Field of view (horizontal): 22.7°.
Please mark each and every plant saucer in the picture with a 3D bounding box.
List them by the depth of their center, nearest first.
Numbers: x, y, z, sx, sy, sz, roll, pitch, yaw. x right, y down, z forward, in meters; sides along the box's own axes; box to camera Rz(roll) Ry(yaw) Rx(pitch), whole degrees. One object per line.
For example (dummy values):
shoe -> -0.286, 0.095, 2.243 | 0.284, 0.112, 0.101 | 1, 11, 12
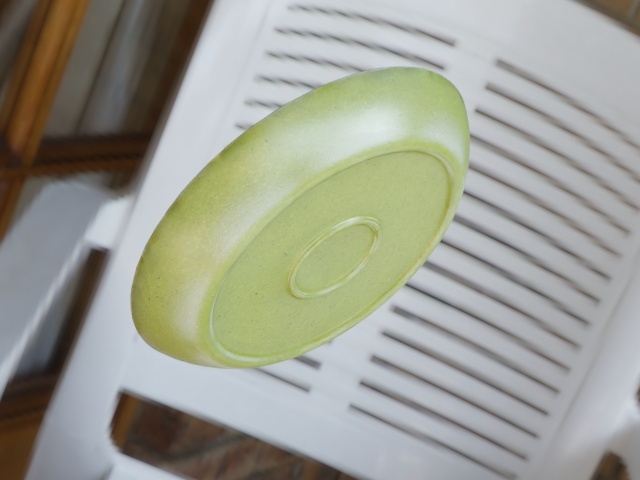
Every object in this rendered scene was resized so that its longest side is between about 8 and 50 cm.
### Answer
plant saucer -> 0.000, 0.000, 0.953 | 0.241, 0.241, 0.037 | -1, 45, -50
